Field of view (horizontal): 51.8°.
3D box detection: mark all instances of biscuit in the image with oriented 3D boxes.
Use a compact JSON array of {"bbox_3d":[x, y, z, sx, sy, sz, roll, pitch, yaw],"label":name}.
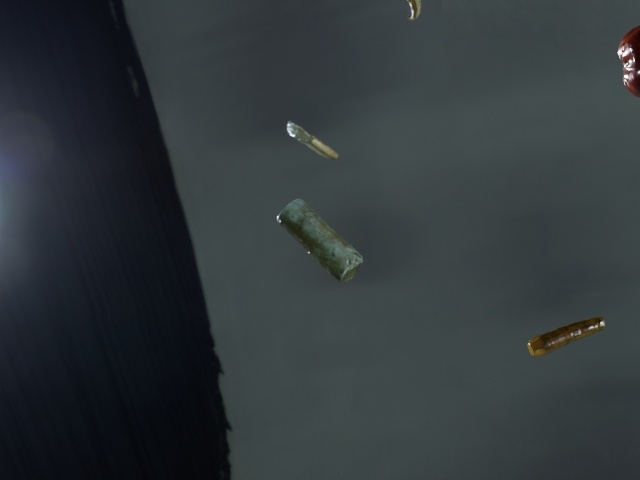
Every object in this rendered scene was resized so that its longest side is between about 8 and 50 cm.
[{"bbox_3d":[-0.028,-0.303,2.027,0.040,0.188,0.265,-57,-1,6],"label":"biscuit"}]

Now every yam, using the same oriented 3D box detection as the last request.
[{"bbox_3d":[0.000,0.000,1.607,0.093,0.093,0.259,-22,51,-33],"label":"yam"}]

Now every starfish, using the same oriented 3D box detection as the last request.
[{"bbox_3d":[0.209,-0.687,1.717,0.071,0.238,0.216,-17,26,18],"label":"starfish"}]

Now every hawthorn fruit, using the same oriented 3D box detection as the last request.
[{"bbox_3d":[0.675,-0.353,1.282,0.179,0.173,0.173,-9,11,-7],"label":"hawthorn fruit"}]

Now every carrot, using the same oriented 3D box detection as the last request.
[{"bbox_3d":[0.507,0.195,1.353,0.171,0.042,0.042,-18,12,-8],"label":"carrot"}]
